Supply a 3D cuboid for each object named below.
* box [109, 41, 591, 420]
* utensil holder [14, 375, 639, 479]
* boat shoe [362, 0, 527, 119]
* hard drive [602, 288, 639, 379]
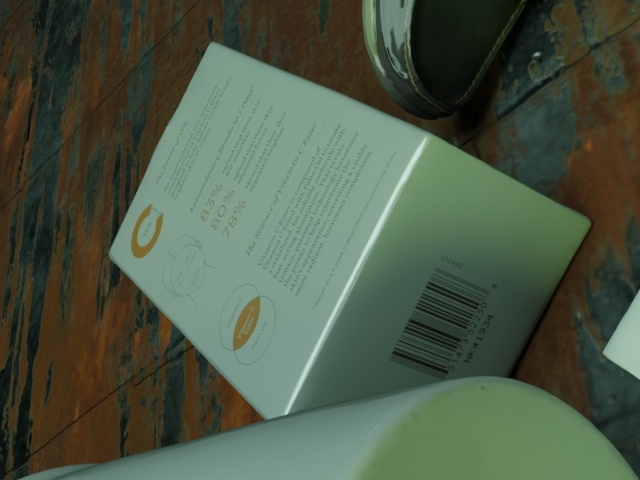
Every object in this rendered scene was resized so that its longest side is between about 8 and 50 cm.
[{"bbox_3d":[0.000,0.000,0.837,0.345,0.168,0.215,34,99,55],"label":"box"},{"bbox_3d":[-0.027,0.263,0.591,0.386,0.328,0.327,-22,54,42],"label":"utensil holder"},{"bbox_3d":[0.139,-0.268,0.841,0.130,0.132,0.355,7,78,55],"label":"boat shoe"},{"bbox_3d":[0.300,-0.024,0.560,0.307,0.040,0.203,-61,35,7],"label":"hard drive"}]
